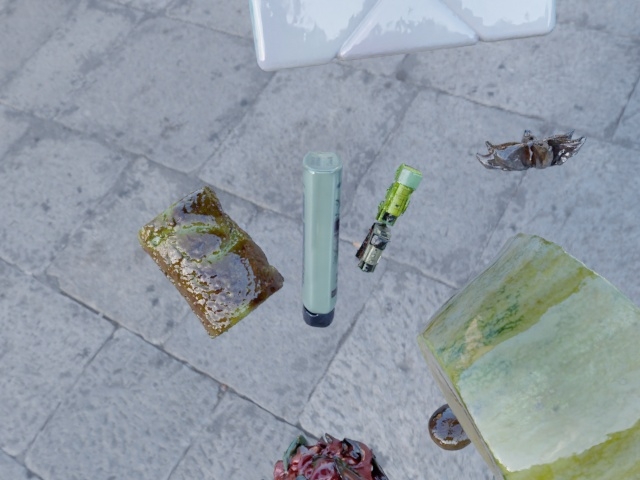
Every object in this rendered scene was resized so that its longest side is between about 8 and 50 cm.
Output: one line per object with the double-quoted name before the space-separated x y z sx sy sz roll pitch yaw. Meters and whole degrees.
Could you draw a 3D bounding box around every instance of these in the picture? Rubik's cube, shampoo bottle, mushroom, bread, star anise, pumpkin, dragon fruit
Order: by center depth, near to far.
"pumpkin" 0.239 0.176 0.655 0.199 0.332 0.332 -33 58 -6
"Rubik's cube" 0.063 -0.386 0.698 0.319 0.321 0.316 -8 23 -1
"star anise" 0.268 -0.112 0.771 0.141 0.042 0.141 -9 15 2
"bread" -0.140 0.025 0.792 0.132 0.103 0.172 -38 92 -30
"dragon fruit" 0.031 0.465 1.002 0.234 0.234 0.293 -41 80 -12
"shampoo bottle" 0.000 0.000 1.233 0.078 0.359 0.134 0 29 -2
"mushroom" 0.316 0.440 1.444 0.123 0.052 0.123 -16 49 19

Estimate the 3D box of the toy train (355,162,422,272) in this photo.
"toy train" 0.136 -0.041 1.251 0.053 0.249 0.085 22 22 -3

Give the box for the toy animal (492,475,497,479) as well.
"toy animal" 0.424 0.616 1.351 0.079 0.252 0.070 -29 26 -29
